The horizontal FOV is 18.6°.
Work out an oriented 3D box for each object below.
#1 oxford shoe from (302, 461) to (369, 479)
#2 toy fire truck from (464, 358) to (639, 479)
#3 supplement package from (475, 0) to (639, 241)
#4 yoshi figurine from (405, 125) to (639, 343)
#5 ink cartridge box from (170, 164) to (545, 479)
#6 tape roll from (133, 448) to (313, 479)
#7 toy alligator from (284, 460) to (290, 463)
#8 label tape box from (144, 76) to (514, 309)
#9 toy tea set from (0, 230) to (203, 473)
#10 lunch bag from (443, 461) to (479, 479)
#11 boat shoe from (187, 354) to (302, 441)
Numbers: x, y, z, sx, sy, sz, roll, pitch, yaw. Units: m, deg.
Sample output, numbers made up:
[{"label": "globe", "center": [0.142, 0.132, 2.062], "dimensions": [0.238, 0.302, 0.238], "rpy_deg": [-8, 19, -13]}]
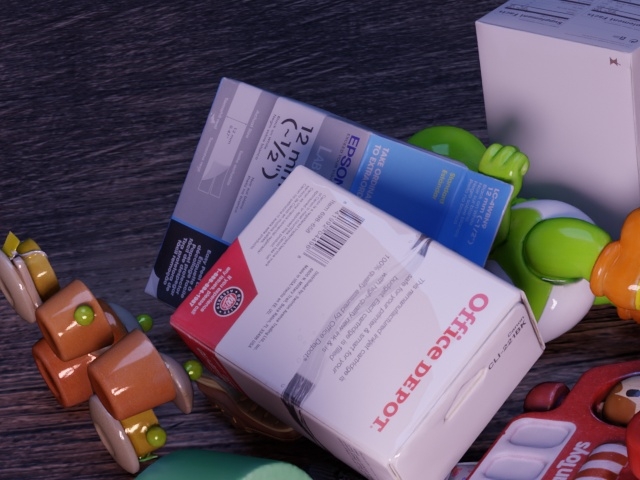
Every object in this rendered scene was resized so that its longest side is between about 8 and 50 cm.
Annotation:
[{"label": "oxford shoe", "center": [0.005, 0.256, 1.698], "dimensions": [0.083, 0.096, 0.227], "rpy_deg": [23, 12, 3]}, {"label": "toy fire truck", "center": [0.269, 0.181, 1.674], "dimensions": [0.254, 0.169, 0.302], "rpy_deg": [5, 31, 29]}, {"label": "supplement package", "center": [0.299, -0.129, 2.105], "dimensions": [0.204, 0.262, 0.145], "rpy_deg": [18, 38, 39]}, {"label": "yoshi figurine", "center": [0.200, -0.029, 2.016], "dimensions": [0.362, 0.203, 0.203], "rpy_deg": [12, 30, 27]}, {"label": "ink cartridge box", "center": [0.035, 0.085, 1.760], "dimensions": [0.273, 0.114, 0.197], "rpy_deg": [31, 74, 33]}, {"label": "tape roll", "center": [-0.080, 0.311, 1.384], "dimensions": [0.077, 0.321, 0.321], "rpy_deg": [5, 33, 24]}, {"label": "toy alligator", "center": [-0.053, 0.267, 1.733], "dimensions": [0.051, 0.056, 0.189], "rpy_deg": [-44, 17, 28]}, {"label": "label tape box", "center": [0.000, 0.000, 1.973], "dimensions": [0.115, 0.249, 0.348], "rpy_deg": [18, 4, -44]}, {"label": "toy tea set", "center": [-0.194, 0.103, 1.905], "dimensions": [0.124, 0.200, 0.336], "rpy_deg": [-30, 34, -18]}, {"label": "lunch bag", "center": [0.124, 0.233, 1.738], "dimensions": [0.083, 0.053, 0.071], "rpy_deg": [-4, 29, 23]}, {"label": "boat shoe", "center": [-0.063, 0.156, 1.912], "dimensions": [0.064, 0.060, 0.178], "rpy_deg": [-33, 34, -23]}]
